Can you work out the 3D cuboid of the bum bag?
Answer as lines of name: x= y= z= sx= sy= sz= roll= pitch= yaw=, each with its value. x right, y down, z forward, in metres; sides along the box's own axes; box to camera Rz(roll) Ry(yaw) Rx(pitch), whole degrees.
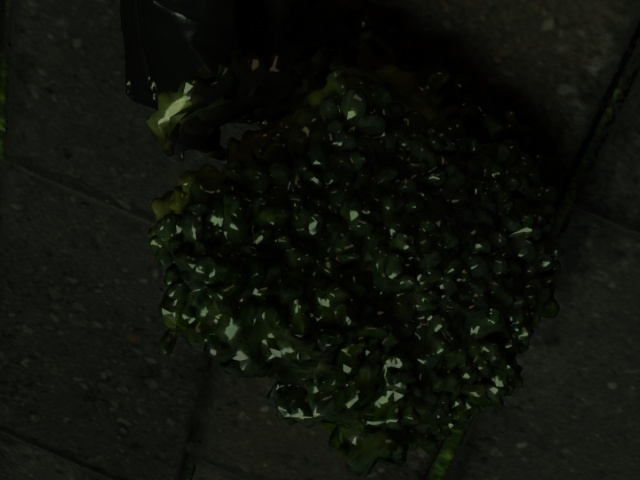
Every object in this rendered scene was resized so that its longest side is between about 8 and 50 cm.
bum bag: x=-0.113 y=-0.194 z=1.417 sx=0.123 sy=0.060 sz=0.248 roll=11 pitch=139 yaw=17

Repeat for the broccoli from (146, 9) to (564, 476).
broccoli: x=0.017 y=-0.003 z=1.353 sx=0.272 sy=0.334 sz=0.324 roll=5 pitch=149 yaw=29
